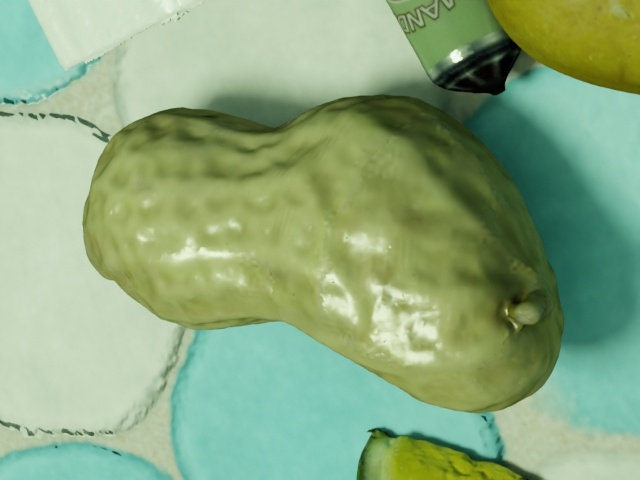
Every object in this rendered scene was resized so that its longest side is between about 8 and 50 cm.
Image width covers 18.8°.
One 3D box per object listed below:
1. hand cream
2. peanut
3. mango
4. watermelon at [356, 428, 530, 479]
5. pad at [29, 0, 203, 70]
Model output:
[{"bbox_3d":[0.040,-0.183,1.050,0.086,0.055,0.235,-29,86,28],"label":"hand cream"},{"bbox_3d":[0.006,-0.008,1.079,0.291,0.143,0.159,16,80,27],"label":"peanut"},{"bbox_3d":[0.171,-0.134,0.975,0.195,0.098,0.137,33,117,4],"label":"mango"},{"bbox_3d":[0.140,0.214,1.128,0.301,0.123,0.129,23,84,18],"label":"watermelon"},{"bbox_3d":[-0.149,-0.230,1.151,0.156,0.004,0.232,-22,97,30],"label":"pad"}]
